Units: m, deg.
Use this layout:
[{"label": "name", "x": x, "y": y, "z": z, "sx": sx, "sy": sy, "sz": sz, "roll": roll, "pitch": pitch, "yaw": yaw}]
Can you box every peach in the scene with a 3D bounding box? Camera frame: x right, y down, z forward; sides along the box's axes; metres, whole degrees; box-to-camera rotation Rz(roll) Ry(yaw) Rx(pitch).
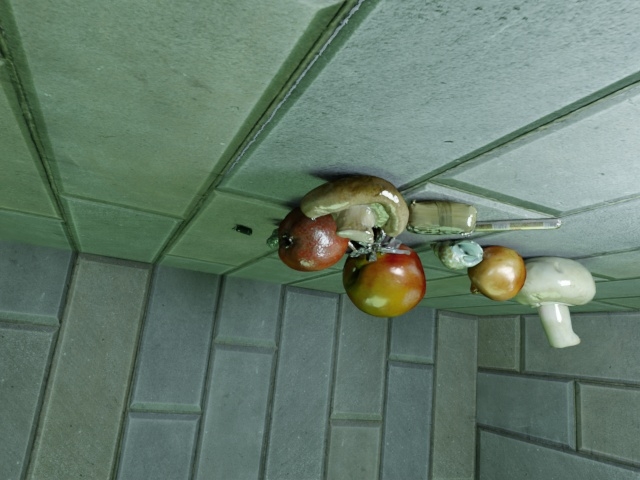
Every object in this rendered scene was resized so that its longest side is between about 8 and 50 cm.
[{"label": "peach", "x": 0.248, "y": 0.146, "z": 1.745, "sx": 0.332, "sy": 0.307, "sz": 0.308, "roll": 18, "pitch": 163, "yaw": -25}]

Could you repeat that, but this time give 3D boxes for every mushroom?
[{"label": "mushroom", "x": 0.901, "y": 0.192, "z": 1.780, "sx": 0.356, "sy": 0.315, "sz": 0.315, "roll": 42, "pitch": 163, "yaw": -1}, {"label": "mushroom", "x": 0.104, "y": -0.095, "z": 1.157, "sx": 0.286, "sy": 0.156, "sz": 0.151, "roll": 12, "pitch": 146, "yaw": -19}]

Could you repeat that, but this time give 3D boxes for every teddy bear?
[{"label": "teddy bear", "x": -0.076, "y": -0.011, "z": 1.655, "sx": 0.213, "sy": 0.111, "sz": 0.133, "roll": 16, "pitch": -152, "yaw": -2}]

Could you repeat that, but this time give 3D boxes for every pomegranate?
[{"label": "pomegranate", "x": 0.635, "y": 0.118, "z": 1.676, "sx": 0.209, "sy": 0.209, "sz": 0.209, "roll": 6, "pitch": 167, "yaw": 1}]

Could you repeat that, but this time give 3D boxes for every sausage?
[{"label": "sausage", "x": 0.569, "y": -0.045, "z": 1.372, "sx": 0.269, "sy": 0.032, "sz": 0.033, "roll": -2, "pitch": 164, "yaw": 30}]

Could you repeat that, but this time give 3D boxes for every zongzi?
[{"label": "zongzi", "x": 0.330, "y": -0.057, "z": 1.305, "sx": 0.195, "sy": 0.099, "sz": 0.197, "roll": 4, "pitch": 177, "yaw": 10}]

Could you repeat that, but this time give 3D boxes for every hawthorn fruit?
[{"label": "hawthorn fruit", "x": 0.000, "y": 0.000, "z": 1.450, "sx": 0.262, "sy": 0.210, "sz": 0.210, "roll": 6, "pitch": 168, "yaw": -33}]

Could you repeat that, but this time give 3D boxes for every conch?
[{"label": "conch", "x": 0.489, "y": 0.047, "z": 1.650, "sx": 0.173, "sy": 0.106, "sz": 0.116, "roll": -27, "pitch": 114, "yaw": 30}]

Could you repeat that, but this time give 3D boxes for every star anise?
[{"label": "star anise", "x": 0.191, "y": 0.006, "z": 1.530, "sx": 0.231, "sy": 0.089, "sz": 0.209, "roll": 4, "pitch": 138, "yaw": 1}]

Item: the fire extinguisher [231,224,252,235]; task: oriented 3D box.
[{"label": "fire extinguisher", "x": -0.298, "y": -0.043, "z": 1.779, "sx": 0.083, "sy": 0.025, "sz": 0.038, "roll": 19, "pitch": 124, "yaw": -44}]
